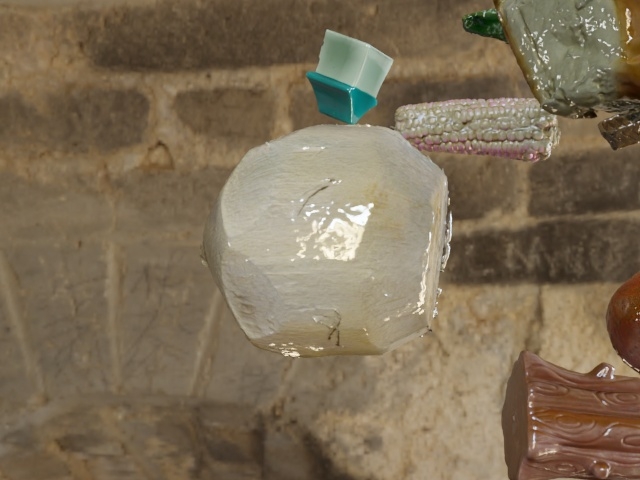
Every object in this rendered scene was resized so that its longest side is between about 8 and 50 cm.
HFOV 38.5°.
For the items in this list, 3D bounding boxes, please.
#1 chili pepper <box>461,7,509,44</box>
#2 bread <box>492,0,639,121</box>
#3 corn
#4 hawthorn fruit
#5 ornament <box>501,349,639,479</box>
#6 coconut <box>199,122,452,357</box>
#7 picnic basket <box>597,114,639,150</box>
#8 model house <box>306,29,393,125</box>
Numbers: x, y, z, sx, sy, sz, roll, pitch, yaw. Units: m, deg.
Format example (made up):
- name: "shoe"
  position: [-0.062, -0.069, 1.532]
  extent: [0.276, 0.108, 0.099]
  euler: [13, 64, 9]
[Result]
- name: "chili pepper"
  position: [0.391, -0.440, 1.827]
  extent: [0.216, 0.062, 0.108]
  euler: [-1, -25, 6]
- name: "bread"
  position: [0.394, -0.279, 1.216]
  extent: [0.250, 0.279, 0.225]
  euler: [2, -24, -39]
- name: "corn"
  position: [0.305, -0.226, 1.818]
  extent: [0.335, 0.127, 0.127]
  euler: [6, -28, 15]
- name: "hawthorn fruit"
  position: [0.761, 0.186, 1.999]
  extent: [0.275, 0.275, 0.300]
  euler: [4, -28, -9]
- name: "ornament"
  position: [0.431, 0.303, 1.536]
  extent: [0.217, 0.221, 0.235]
  euler: [5, -2, 0]
- name: "coconut"
  position: [0.000, 0.000, 1.330]
  extent: [0.360, 0.346, 0.346]
  euler: [5, -28, 14]
- name: "picnic basket"
  position: [0.651, -0.235, 1.810]
  extent: [0.193, 0.110, 0.055]
  euler: [-18, -74, 16]
- name: "model house"
  position: [0.048, -0.296, 1.700]
  extent: [0.100, 0.149, 0.127]
  euler: [24, 6, 27]
